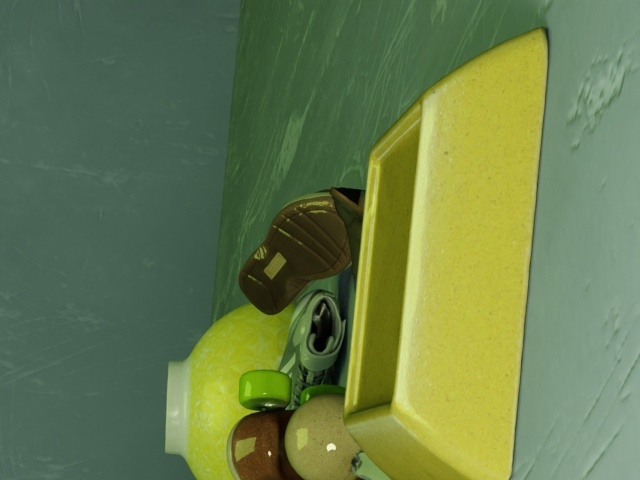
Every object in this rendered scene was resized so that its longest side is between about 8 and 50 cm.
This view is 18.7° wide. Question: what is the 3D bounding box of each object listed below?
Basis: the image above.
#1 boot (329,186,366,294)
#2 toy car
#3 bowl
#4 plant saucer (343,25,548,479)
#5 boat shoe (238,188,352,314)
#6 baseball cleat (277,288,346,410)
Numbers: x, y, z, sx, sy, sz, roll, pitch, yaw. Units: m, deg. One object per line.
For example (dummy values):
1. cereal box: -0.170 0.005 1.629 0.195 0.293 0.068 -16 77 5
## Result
1. boot: 0.044 0.008 1.796 0.219 0.082 0.106 -160 80 -80
2. toy car: 0.018 0.191 1.804 0.188 0.149 0.155 -25 57 47
3. bowl: -0.113 0.208 2.404 0.289 0.156 0.289 -177 90 -86
4. plant saucer: 0.083 0.026 1.488 0.333 0.081 0.333 137 141 -78
5. boat shoe: -0.005 -0.006 2.134 0.095 0.095 0.257 -40 3 -34
6. baseball cleat: -0.018 0.155 2.157 0.109 0.072 0.206 173 103 -83
